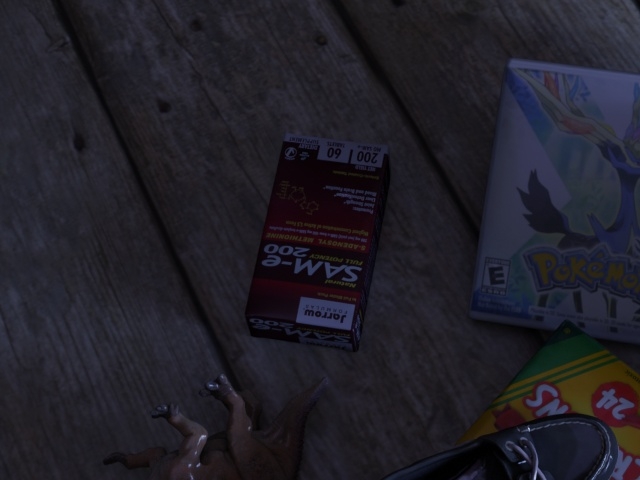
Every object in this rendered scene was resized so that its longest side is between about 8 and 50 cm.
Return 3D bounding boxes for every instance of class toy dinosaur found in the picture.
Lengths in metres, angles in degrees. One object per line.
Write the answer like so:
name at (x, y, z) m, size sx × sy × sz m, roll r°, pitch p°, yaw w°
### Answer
toy dinosaur at (-0.102, 0.265, 1.372) m, size 0.296 × 0.127 × 0.200 m, roll -25°, pitch 72°, yaw -19°

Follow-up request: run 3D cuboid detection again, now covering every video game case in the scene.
video game case at (0.348, -0.036, 1.440) m, size 0.329 × 0.036 × 0.300 m, roll 8°, pitch 92°, yaw 10°

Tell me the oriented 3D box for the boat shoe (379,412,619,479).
boat shoe at (0.142, 0.258, 1.267) m, size 0.335 × 0.095 × 0.112 m, roll -24°, pitch 65°, yaw -2°

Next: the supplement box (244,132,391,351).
supplement box at (0.000, 0.000, 1.507) m, size 0.130 × 0.073 × 0.239 m, roll 7°, pitch 67°, yaw 9°

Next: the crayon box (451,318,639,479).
crayon box at (0.236, 0.265, 1.353) m, size 0.202 × 0.081 × 0.318 m, roll 38°, pitch 74°, yaw 20°
